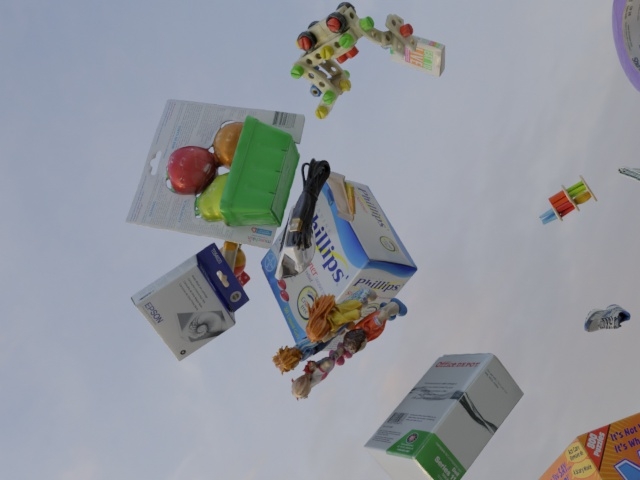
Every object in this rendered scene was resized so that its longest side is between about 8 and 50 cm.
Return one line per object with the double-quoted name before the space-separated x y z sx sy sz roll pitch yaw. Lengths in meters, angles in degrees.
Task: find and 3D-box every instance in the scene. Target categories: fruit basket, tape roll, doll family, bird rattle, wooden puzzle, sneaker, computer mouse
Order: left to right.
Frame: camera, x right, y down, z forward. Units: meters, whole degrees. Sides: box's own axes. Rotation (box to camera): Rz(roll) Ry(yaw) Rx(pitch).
"fruit basket" -0.233 -0.155 1.696 0.165 0.353 0.327 52 -131 -63
"bird rattle" -0.234 0.047 1.900 0.207 0.143 0.253 -78 8 -72
"computer mouse" -0.021 -0.008 0.895 0.193 0.042 0.106 112 168 -64
"doll family" 0.005 0.156 1.216 0.163 0.118 0.263 -30 -14 -47
"wooden puzzle" 0.034 -0.068 1.155 0.014 0.116 0.078 -17 -67 -16
"sneaker" 0.705 0.194 1.833 0.135 0.058 0.052 -19 -65 -25
"tape roll" 0.493 -0.298 1.048 0.080 0.189 0.189 -16 -49 -2

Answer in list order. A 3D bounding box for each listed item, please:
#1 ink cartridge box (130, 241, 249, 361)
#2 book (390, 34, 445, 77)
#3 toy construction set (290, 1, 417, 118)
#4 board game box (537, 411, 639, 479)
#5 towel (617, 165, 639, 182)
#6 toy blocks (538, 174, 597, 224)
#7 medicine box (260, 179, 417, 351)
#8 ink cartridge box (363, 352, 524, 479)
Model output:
"ink cartridge box" -0.285 0.145 1.718 0.224 0.045 0.223 -35 -47 -10
"book" 0.248 -0.484 1.920 0.035 0.144 0.096 -57 -21 -25
"toy construction set" 0.063 -0.448 1.805 0.215 0.328 0.151 51 -146 -19
"board game box" 0.708 0.580 1.552 0.356 0.356 0.356 -14 -34 -17
"towel" 0.674 -0.125 1.475 0.152 0.113 0.023 -5 -63 -36
"toy blocks" 0.623 -0.097 1.920 0.148 0.054 0.123 -33 -31 20
"medicine box" 0.031 0.054 1.642 0.149 0.263 0.289 8 -49 -37
"ink cartridge box" 0.189 0.275 1.145 0.208 0.153 0.087 -44 -79 -24
